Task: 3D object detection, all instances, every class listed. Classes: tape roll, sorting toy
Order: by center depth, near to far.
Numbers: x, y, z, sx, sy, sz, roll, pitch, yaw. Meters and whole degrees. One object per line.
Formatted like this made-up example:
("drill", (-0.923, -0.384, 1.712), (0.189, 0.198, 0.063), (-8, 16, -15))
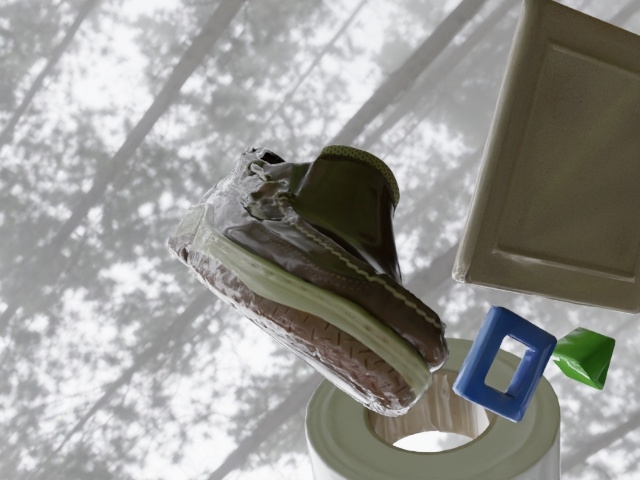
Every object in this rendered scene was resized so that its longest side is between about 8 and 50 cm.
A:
("sorting toy", (0.168, -0.052, 0.661), (0.196, 0.348, 0.047), (10, -174, -37))
("tape roll", (0.126, 0.226, 1.128), (0.286, 0.100, 0.286), (-6, -151, 3))

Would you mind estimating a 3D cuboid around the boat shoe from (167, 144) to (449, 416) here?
("boat shoe", (-0.006, -0.005, 0.457), (0.095, 0.095, 0.257), (39, 175, -23))
